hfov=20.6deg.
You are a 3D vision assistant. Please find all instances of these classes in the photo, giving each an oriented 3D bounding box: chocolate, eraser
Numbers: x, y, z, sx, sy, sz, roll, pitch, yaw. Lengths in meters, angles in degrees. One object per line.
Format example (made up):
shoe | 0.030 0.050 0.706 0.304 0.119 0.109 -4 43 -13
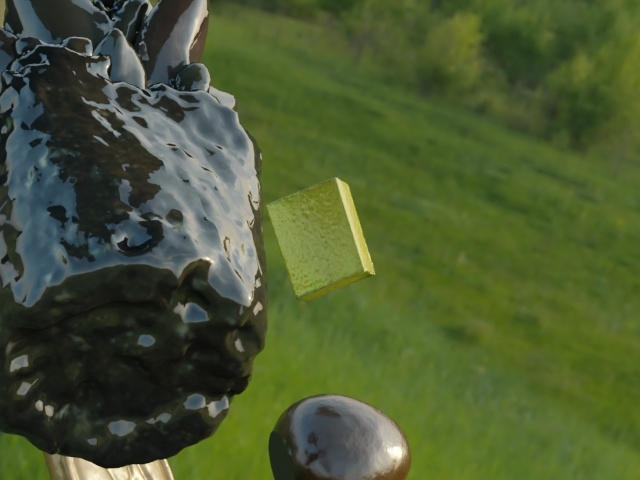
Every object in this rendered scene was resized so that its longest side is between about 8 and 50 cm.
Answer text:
chocolate | 0.028 0.254 2.091 0.177 0.176 0.176 14 23 -6
eraser | 0.000 0.000 2.095 0.097 0.122 0.045 -20 -14 16

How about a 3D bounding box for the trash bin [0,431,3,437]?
trash bin | -0.409 0.090 1.515 0.280 0.280 0.432 9 -9 -17

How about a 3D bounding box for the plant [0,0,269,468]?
plant | -0.131 -0.037 1.005 0.182 0.194 0.320 20 30 -33

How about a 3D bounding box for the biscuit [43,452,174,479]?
biscuit | -0.160 0.195 1.413 0.029 0.220 0.142 -23 13 22

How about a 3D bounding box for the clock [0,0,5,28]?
clock | -0.358 -0.242 1.722 0.200 0.244 0.317 36 -6 -13
